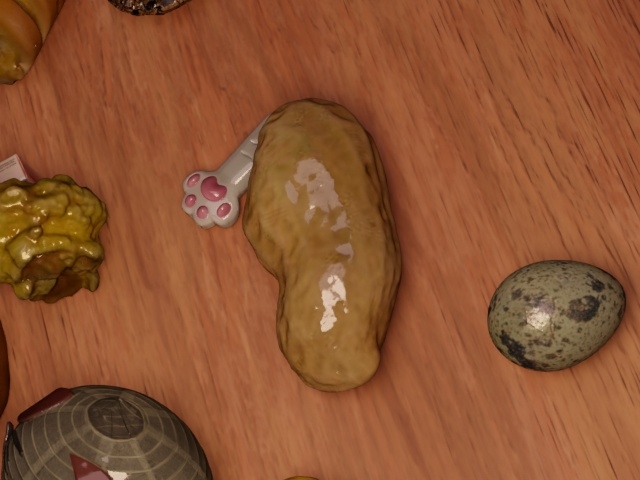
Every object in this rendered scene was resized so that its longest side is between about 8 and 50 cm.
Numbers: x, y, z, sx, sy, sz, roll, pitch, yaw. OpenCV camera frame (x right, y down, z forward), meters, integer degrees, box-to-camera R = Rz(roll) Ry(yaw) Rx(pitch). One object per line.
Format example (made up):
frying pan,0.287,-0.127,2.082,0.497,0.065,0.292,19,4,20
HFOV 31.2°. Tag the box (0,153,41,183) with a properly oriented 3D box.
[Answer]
box,-0.449,-0.059,1.580,0.125,0.089,0.043,-29,70,1

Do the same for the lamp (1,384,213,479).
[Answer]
lamp,-0.252,0.280,1.352,0.265,0.233,0.233,37,81,34

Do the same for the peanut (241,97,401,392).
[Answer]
peanut,0.000,0.000,1.438,0.192,0.169,0.387,-14,70,12

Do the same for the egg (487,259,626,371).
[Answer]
egg,0.285,0.087,1.376,0.172,0.132,0.132,-16,69,-6

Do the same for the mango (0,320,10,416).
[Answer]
mango,-0.497,0.175,1.473,0.136,0.166,0.236,-19,69,8

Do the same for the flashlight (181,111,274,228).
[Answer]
flashlight,-0.104,-0.100,1.554,0.200,0.047,0.093,-44,70,-5

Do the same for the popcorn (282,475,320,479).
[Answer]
popcorn,-0.003,0.427,1.239,0.281,0.316,0.297,-6,98,-13

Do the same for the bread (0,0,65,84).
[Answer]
bread,-0.524,-0.389,1.642,0.316,0.211,0.270,18,75,13

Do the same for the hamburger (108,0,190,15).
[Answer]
hamburger,-0.238,-0.437,1.662,0.231,0.107,0.231,-2,72,5

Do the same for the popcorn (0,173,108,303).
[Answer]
popcorn,-0.377,0.000,1.501,0.198,0.197,0.155,-10,70,7
